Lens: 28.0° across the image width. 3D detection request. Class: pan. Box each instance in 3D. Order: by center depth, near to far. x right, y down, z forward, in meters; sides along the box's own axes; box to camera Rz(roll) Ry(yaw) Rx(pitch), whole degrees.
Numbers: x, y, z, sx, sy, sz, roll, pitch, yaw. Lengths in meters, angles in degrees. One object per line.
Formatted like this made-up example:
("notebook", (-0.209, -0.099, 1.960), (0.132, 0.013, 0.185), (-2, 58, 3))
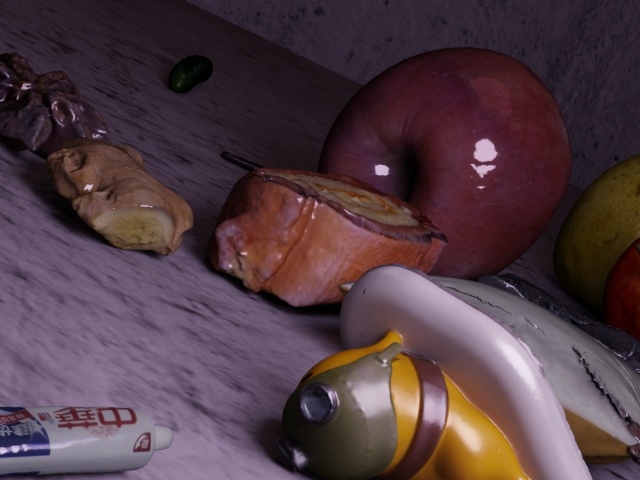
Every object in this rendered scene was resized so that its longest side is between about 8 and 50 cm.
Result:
("pan", (-0.028, -0.077, 1.791), (0.235, 0.028, 0.136), (26, 12, -4))

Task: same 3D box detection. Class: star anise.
("star anise", (-0.312, -0.147, 1.387), (0.212, 0.073, 0.197), (33, 16, 15))

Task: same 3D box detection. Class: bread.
("bread", (-0.010, -0.005, 1.314), (0.190, 0.123, 0.244), (30, 12, 34))

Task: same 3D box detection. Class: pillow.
("pillow", (0.191, 0.120, 1.228), (0.312, 0.119, 0.310), (30, 8, 21))

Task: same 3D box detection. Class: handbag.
("handbag", (0.284, 0.111, 1.446), (0.270, 0.089, 0.175), (28, -6, -1))

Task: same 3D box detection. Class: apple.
("apple", (0.150, -0.083, 1.534), (0.306, 0.306, 0.235), (36, 23, 34))

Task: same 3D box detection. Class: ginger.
("ginger", (-0.203, -0.055, 1.242), (0.137, 0.074, 0.213), (30, 13, -33))

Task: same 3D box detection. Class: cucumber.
("cucumber", (-0.218, -0.289, 2.194), (0.056, 0.056, 0.284), (27, 13, -3))

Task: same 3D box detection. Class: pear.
("pear", (0.527, 0.001, 2.040), (0.304, 0.304, 0.304), (26, 13, -6))

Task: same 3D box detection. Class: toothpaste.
("toothpaste", (-0.170, 0.113, 0.720), (0.060, 0.038, 0.233), (35, 17, 38))

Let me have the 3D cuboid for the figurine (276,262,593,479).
("figurine", (0.070, 0.146, 0.915), (0.250, 0.166, 0.141), (44, 40, 15))

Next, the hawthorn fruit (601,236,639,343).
("hawthorn fruit", (0.473, 0.086, 1.586), (0.330, 0.287, 0.287), (35, 5, -37))
